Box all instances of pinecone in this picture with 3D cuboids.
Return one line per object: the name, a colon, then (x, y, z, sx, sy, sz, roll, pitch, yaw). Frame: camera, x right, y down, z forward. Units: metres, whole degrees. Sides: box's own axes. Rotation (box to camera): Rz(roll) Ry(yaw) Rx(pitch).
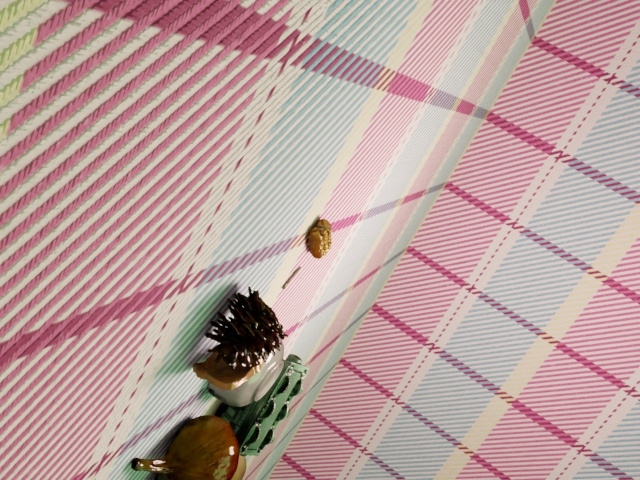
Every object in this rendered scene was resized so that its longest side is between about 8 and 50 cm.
pinecone: (-0.167, 0.201, 1.240, 0.165, 0.163, 0.163, -39, 162, -11)

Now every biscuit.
biscuit: (-0.204, 0.286, 1.286, 0.250, 0.162, 0.035, -152, -125, -80)

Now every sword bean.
sword bean: (-0.078, 0.102, 1.579, 0.083, 0.012, 0.012, -50, 164, -23)

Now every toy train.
toy train: (-0.181, 0.469, 1.713, 0.331, 0.178, 0.138, -60, 147, -5)

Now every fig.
fig: (-0.350, 0.541, 1.447, 0.290, 0.191, 0.191, 7, 123, -34)

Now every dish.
dish: (-0.182, 0.348, 1.558, 0.256, 0.117, 0.256, -52, 165, -20)

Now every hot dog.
hot dog: (0.000, 0.000, 1.544, 0.071, 0.045, 0.165, -54, 165, -19)

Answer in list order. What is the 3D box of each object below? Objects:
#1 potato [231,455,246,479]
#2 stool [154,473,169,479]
potato: (-0.313, 0.706, 1.823, 0.165, 0.164, 0.262, -52, 159, -16)
stool: (-0.390, 0.730, 1.581, 0.179, 0.179, 0.264, -34, 153, -57)
